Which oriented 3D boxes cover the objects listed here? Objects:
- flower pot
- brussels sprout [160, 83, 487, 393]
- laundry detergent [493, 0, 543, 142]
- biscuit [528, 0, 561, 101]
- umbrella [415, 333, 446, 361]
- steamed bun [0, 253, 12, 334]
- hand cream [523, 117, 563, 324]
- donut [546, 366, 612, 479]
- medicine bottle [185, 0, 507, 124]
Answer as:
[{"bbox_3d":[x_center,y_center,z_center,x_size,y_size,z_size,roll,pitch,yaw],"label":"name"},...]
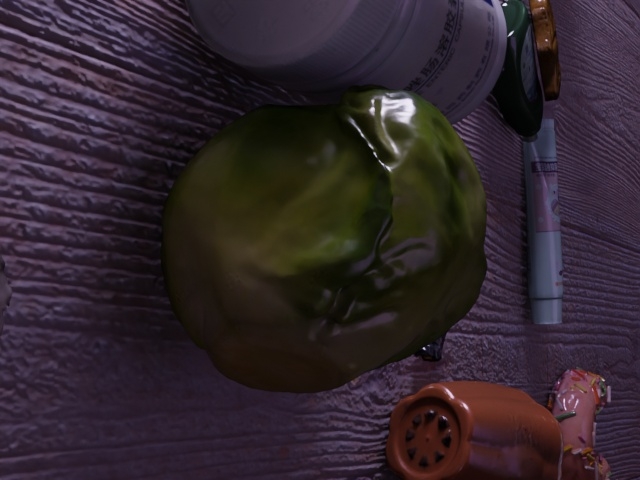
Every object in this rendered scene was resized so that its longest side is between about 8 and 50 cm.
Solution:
[{"bbox_3d":[0.177,0.259,1.330,0.173,0.190,0.190,23,71,-44],"label":"flower pot"},{"bbox_3d":[0.001,-0.001,0.910,0.227,0.259,0.294,63,38,-39],"label":"brussels sprout"},{"bbox_3d":[0.296,-0.242,1.604,0.137,0.063,0.211,-68,145,-42],"label":"laundry detergent"},{"bbox_3d":[0.342,-0.303,1.631,0.182,0.034,0.215,60,24,-57],"label":"biscuit"},{"bbox_3d":[0.158,0.091,1.404,0.144,0.040,0.037,-69,152,-24],"label":"umbrella"},{"bbox_3d":[-0.266,0.033,0.608,0.183,0.106,0.183,-7,98,-63],"label":"steamed bun"},{"bbox_3d":[0.354,-0.031,1.731,0.085,0.058,0.331,-3,89,-43],"label":"hand cream"},{"bbox_3d":[0.455,0.344,1.885,0.199,0.085,0.233,-10,99,-58],"label":"donut"},{"bbox_3d":[0.036,-0.220,1.029,0.332,0.190,0.190,8,85,-60],"label":"medicine bottle"}]
